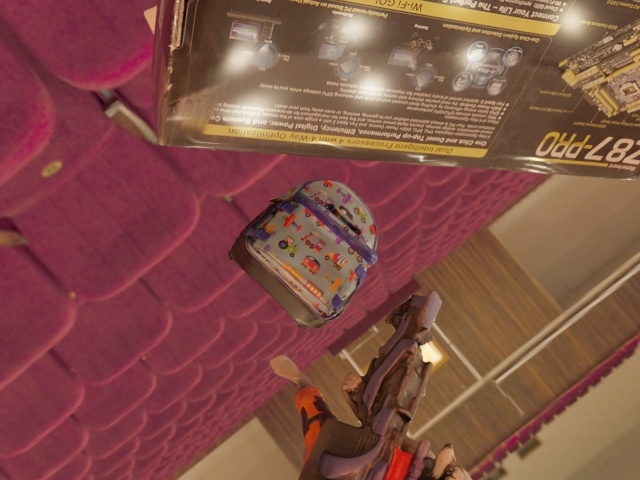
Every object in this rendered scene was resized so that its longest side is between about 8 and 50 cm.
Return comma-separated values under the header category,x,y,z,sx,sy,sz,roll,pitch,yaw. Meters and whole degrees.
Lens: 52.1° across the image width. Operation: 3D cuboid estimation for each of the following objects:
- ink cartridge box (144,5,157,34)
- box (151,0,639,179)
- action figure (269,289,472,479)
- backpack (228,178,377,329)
category,x,y,z,sx,sy,sz,roll,pitch,yaw
ink cartridge box,-0.088,-0.290,0.970,0.273,0.198,0.115,-26,170,-5
box,0.112,-0.190,0.397,0.395,0.097,0.318,1,133,-19
action figure,0.052,0.229,0.738,0.330,0.178,0.341,8,-120,51
backpack,0.000,0.000,0.809,0.173,0.158,0.117,-46,-176,-26
